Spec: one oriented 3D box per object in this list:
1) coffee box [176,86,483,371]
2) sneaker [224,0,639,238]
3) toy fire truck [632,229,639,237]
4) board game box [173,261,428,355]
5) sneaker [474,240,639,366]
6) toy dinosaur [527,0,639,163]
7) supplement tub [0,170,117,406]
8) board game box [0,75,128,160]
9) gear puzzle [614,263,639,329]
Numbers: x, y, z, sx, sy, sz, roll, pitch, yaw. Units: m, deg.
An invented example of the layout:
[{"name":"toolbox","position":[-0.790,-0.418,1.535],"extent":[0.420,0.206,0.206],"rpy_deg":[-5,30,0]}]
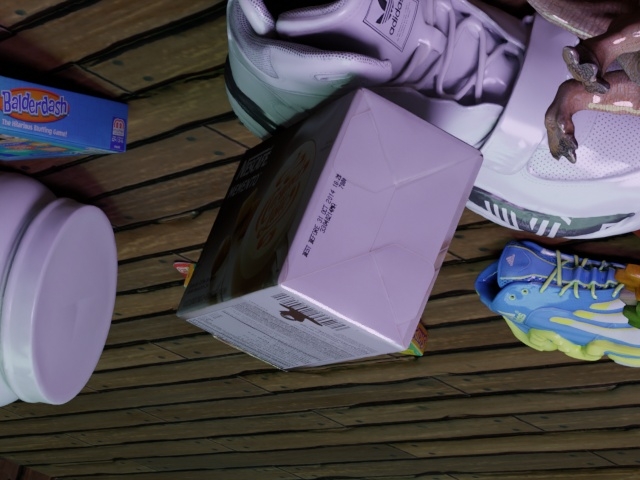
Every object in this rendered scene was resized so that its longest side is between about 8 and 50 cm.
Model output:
[{"name":"coffee box","position":[0.000,0.000,1.341],"extent":[0.098,0.141,0.246],"rpy_deg":[27,166,-14]},{"name":"sneaker","position":[0.092,-0.112,1.336],"extent":[0.366,0.137,0.210],"rpy_deg":[14,164,15]},{"name":"toy fire truck","position":[0.281,-0.028,1.469],"extent":[0.192,0.047,0.135],"rpy_deg":[36,164,52]},{"name":"board game box","position":[-0.025,0.071,2.120],"extent":[0.259,0.039,0.124],"rpy_deg":[10,160,24]},{"name":"sneaker","position":[0.228,0.053,1.778],"extent":[0.126,0.091,0.240],"rpy_deg":[27,159,-30]},{"name":"toy dinosaur","position":[0.254,-0.120,1.218],"extent":[0.296,0.200,0.127],"rpy_deg":[29,154,35]},{"name":"supplement tub","position":[-0.389,0.037,1.986],"extent":[0.325,0.235,0.235],"rpy_deg":[10,161,16]},{"name":"board game box","position":[-0.294,-0.107,1.705],"extent":[0.160,0.047,0.210],"rpy_deg":[-1,173,40]},{"name":"gear puzzle","position":[0.334,0.087,1.595],"extent":[0.175,0.044,0.339],"rpy_deg":[6,163,34]}]
